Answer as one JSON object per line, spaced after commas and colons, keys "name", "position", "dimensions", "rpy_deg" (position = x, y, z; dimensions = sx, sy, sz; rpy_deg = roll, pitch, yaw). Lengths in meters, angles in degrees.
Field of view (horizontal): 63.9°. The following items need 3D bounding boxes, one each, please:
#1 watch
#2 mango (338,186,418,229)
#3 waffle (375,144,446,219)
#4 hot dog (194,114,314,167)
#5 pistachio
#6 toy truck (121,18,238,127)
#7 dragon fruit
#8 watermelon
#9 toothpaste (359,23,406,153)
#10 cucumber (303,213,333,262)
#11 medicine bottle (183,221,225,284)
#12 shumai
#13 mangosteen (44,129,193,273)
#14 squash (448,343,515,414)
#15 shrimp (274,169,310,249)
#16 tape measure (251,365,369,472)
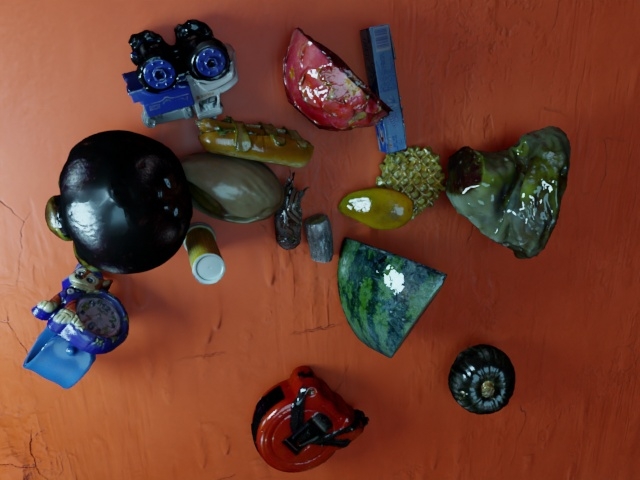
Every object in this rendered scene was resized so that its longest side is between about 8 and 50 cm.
{"name": "watch", "position": [-0.502, 0.186, 1.044], "dimensions": [0.171, 0.196, 0.200], "rpy_deg": [42, 112, -15]}
{"name": "mango", "position": [0.134, -0.076, 1.199], "dimensions": [0.188, 0.066, 0.101], "rpy_deg": [8, 115, 9]}
{"name": "waffle", "position": [0.217, -0.142, 1.242], "dimensions": [0.191, 0.038, 0.191], "rpy_deg": [-5, 109, -15]}
{"name": "hot dog", "position": [-0.130, -0.205, 1.056], "dimensions": [0.270, 0.109, 0.072], "rpy_deg": [4, 120, -32]}
{"name": "pistachio", "position": [-0.190, -0.113, 1.071], "dimensions": [0.238, 0.153, 0.137], "rpy_deg": [8, 145, -17]}
{"name": "toy truck", "position": [-0.263, -0.307, 0.986], "dimensions": [0.213, 0.161, 0.176], "rpy_deg": [-19, 131, -12]}
{"name": "dragon fruit", "position": [0.020, -0.303, 1.055], "dimensions": [0.262, 0.163, 0.189], "rpy_deg": [35, 135, -11]}
{"name": "watermelon", "position": [0.207, 0.140, 1.218], "dimensions": [0.293, 0.250, 0.282], "rpy_deg": [-4, 113, -14]}
{"name": "toothpaste", "position": [0.140, -0.332, 1.143], "dimensions": [0.053, 0.066, 0.272], "rpy_deg": [-17, 111, -13]}
{"name": "cucumber", "position": [-0.001, -0.002, 1.207], "dimensions": [0.064, 0.064, 0.111], "rpy_deg": [-15, 113, -13]}
{"name": "medicine bottle", "position": [-0.238, 0.023, 1.047], "dimensions": [0.074, 0.218, 0.073], "rpy_deg": [-5, 107, -17]}
{"name": "shumai", "position": [0.428, -0.122, 1.247], "dimensions": [0.264, 0.304, 0.309], "rpy_deg": [13, 67, 7]}
{"name": "mangosteen", "position": [-0.384, -0.070, 0.974], "dimensions": [0.233, 0.288, 0.287], "rpy_deg": [-36, 118, -36]}
{"name": "squash", "position": [0.451, 0.386, 1.426], "dimensions": [0.193, 0.156, 0.193], "rpy_deg": [2, 81, -16]}
{"name": "shrimp", "position": [-0.067, -0.066, 1.153], "dimensions": [0.073, 0.075, 0.190], "rpy_deg": [-6, 109, -23]}
{"name": "tape measure", "position": [-0.043, 0.469, 1.309], "dimensions": [0.260, 0.114, 0.253], "rpy_deg": [-42, 114, -2]}
